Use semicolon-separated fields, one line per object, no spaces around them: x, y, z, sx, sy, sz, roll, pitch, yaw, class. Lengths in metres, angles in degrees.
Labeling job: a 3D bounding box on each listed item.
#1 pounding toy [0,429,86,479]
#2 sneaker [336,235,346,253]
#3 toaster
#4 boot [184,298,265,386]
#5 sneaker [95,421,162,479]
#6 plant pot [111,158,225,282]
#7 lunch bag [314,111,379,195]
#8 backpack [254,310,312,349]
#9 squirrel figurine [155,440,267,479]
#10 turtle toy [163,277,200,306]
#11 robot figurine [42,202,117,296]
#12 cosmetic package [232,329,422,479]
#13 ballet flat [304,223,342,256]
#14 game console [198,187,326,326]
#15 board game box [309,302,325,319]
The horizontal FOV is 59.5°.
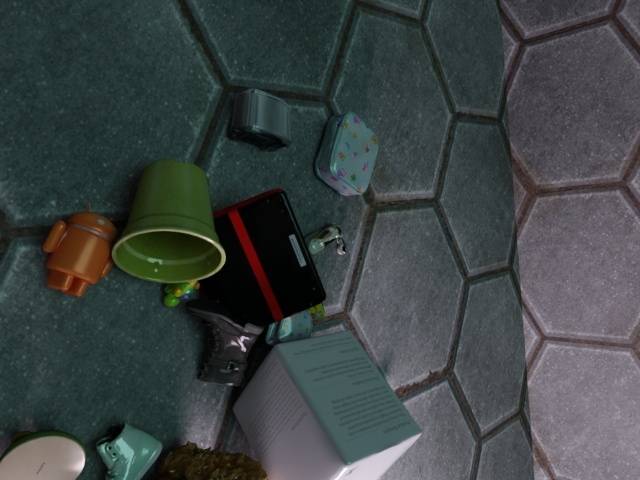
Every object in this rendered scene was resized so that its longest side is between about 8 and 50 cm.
-0.669;0.502;1.290;0.237;0.110;0.183;-34;127;-9;pounding toy
0.082;0.009;2.081;0.032;0.037;0.083;-5;90;-43;sneaker
-0.193;-0.380;1.765;0.227;0.129;0.146;12;76;-42;toaster
-0.303;0.308;1.619;0.263;0.091;0.229;24;100;-17;boot
-0.537;0.586;1.411;0.151;0.094;0.256;47;60;-24;sneaker
-0.387;-0.061;1.463;0.276;0.276;0.254;27;47;-41;plant pot
0.097;-0.323;2.061;0.224;0.108;0.279;30;67;-37;lunch bag
-0.108;0.283;1.812;0.188;0.144;0.166;34;60;-45;backpack
-0.275;0.720;1.442;0.281;0.370;0.397;72;29;-43;squirrel figurine
-0.392;0.132;1.570;0.130;0.095;0.066;-42;132;-6;turtle toy
-0.579;0.023;1.360;0.158;0.128;0.219;24;70;-16;robot figurine
0.008;0.533;1.663;0.329;0.327;0.394;0;44;-44;cosmetic package
0.000;0.000;1.978;0.213;0.068;0.072;-37;114;-39;ballet flat
-0.199;0.077;1.657;0.342;0.060;0.386;-23;108;-6;game console
-0.022;0.188;1.885;0.043;0.181;0.092;-18;104;2;board game box
